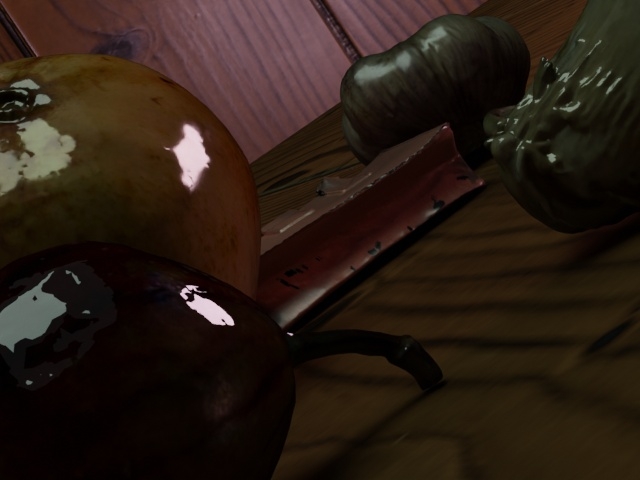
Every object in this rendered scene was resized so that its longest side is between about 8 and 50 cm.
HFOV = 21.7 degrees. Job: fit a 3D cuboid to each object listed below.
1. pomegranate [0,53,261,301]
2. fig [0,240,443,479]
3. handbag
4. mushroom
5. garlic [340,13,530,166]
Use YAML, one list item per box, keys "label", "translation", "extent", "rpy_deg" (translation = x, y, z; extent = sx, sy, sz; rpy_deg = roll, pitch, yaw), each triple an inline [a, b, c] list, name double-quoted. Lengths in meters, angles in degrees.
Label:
- label: "pomegranate"
  translation: [-0.145, 0.027, 0.987]
  extent: [0.229, 0.270, 0.252]
  rpy_deg: [-8, 43, 3]
- label: "fig"
  translation: [-0.077, 0.062, 0.682]
  extent: [0.202, 0.148, 0.149]
  rpy_deg: [-47, -25, -10]
- label: "handbag"
  translation: [0.000, 0.000, 1.169]
  extent: [0.212, 0.059, 0.157]
  rpy_deg: [-34, 8, -20]
- label: "mushroom"
  translation: [0.245, -0.147, 0.801]
  extent: [0.397, 0.126, 0.177]
  rpy_deg: [-36, -3, -18]
- label: "garlic"
  translation: [0.092, -0.107, 1.295]
  extent: [0.159, 0.102, 0.147]
  rpy_deg: [-17, -25, -27]
